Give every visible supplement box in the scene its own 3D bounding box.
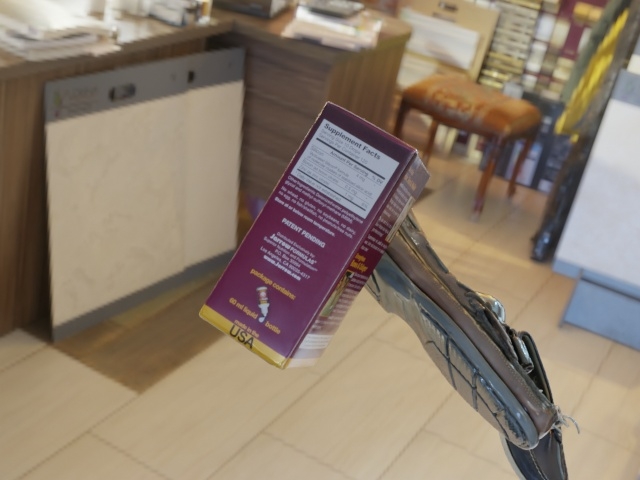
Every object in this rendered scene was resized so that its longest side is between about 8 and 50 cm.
[{"bbox_3d":[0.000,0.000,0.749,0.081,0.188,0.104,32,2,14],"label":"supplement box"}]

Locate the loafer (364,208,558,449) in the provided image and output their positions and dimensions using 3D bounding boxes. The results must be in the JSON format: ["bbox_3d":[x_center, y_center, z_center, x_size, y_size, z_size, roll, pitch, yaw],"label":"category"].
[{"bbox_3d":[0.114,0.054,0.821,0.084,0.096,0.267,-34,57,-13],"label":"loafer"}]

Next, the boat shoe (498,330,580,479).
[{"bbox_3d":[0.309,0.248,1.396,0.095,0.079,0.254,22,42,-30],"label":"boat shoe"}]
